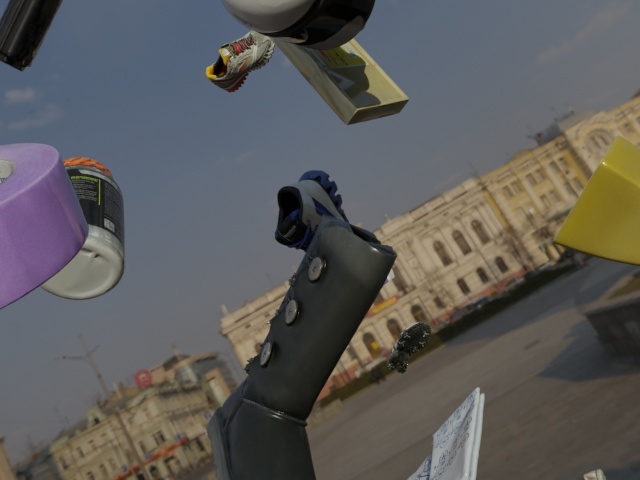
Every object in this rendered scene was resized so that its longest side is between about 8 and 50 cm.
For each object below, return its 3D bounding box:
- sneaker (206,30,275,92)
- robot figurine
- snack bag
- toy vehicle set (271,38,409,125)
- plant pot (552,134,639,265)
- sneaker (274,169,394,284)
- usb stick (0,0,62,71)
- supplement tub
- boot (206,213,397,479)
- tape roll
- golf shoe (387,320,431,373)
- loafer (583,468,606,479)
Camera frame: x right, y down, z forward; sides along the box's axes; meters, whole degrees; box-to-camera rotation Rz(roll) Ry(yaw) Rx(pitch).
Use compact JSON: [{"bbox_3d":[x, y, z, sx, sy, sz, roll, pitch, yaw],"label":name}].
[{"bbox_3d":[-0.199,-0.462,1.613,0.225,0.088,0.092,-40,-31,28],"label":"sneaker"},{"bbox_3d":[-0.026,-0.368,0.906,0.209,0.174,0.278,-31,-9,30],"label":"robot figurine"},{"bbox_3d":[0.236,0.511,1.365,0.343,0.037,0.323,-59,-4,26],"label":"snack bag"},{"bbox_3d":[0.019,-0.316,1.116,0.166,0.267,0.035,-22,-22,-48],"label":"toy vehicle set"},{"bbox_3d":[0.653,-0.070,1.376,0.212,0.187,0.212,-36,-30,-50],"label":"plant pot"},{"bbox_3d":[-0.001,-0.001,1.372,0.182,0.316,0.127,-20,-18,-50],"label":"sneaker"},{"bbox_3d":[-0.353,-0.357,0.848,0.077,0.045,0.278,-105,41,-88],"label":"usb stick"},{"bbox_3d":[-0.581,-0.039,1.558,0.207,0.338,0.207,-9,-46,-9],"label":"supplement tub"},{"bbox_3d":[-0.001,0.202,1.008,0.146,0.367,0.445,30,-85,-33],"label":"boot"},{"bbox_3d":[-0.381,-0.006,0.640,0.274,0.090,0.275,-11,27,6],"label":"tape roll"},{"bbox_3d":[0.248,0.282,1.818,0.198,0.077,0.094,-59,5,34],"label":"golf shoe"},{"bbox_3d":[0.602,0.544,1.380,0.039,0.125,0.045,-20,15,28],"label":"loafer"}]
